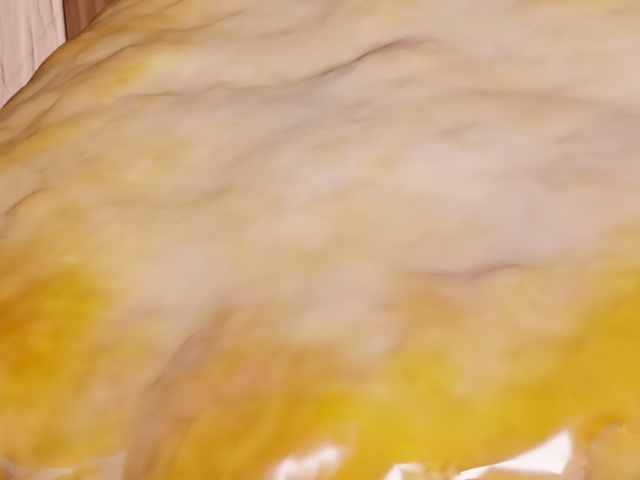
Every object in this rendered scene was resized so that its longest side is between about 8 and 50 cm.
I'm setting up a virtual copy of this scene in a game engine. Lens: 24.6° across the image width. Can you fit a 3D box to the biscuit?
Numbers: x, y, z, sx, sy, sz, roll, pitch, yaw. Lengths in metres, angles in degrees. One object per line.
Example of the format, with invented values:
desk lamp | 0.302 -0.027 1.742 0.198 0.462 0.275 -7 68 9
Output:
biscuit | 0.025 -0.020 0.616 0.429 0.446 0.104 5 128 26
